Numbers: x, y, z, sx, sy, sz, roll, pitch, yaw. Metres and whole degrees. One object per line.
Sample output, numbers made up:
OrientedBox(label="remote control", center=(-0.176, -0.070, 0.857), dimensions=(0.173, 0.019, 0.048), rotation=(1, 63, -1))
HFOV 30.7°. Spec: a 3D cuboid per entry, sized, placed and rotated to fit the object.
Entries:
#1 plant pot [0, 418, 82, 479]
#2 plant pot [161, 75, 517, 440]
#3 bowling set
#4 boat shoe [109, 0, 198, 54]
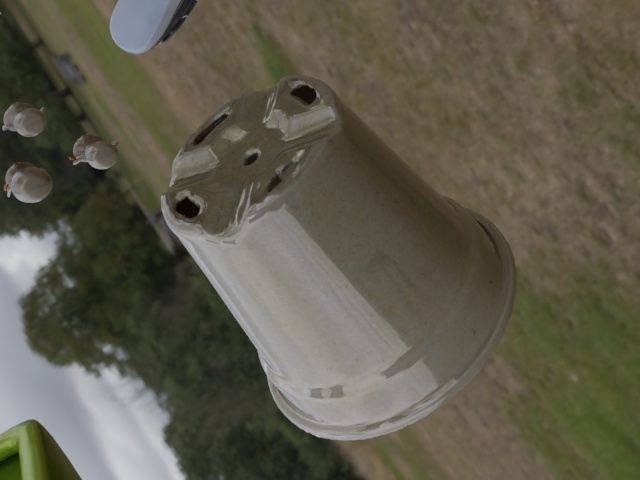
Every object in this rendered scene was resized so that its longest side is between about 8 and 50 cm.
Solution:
OrientedBox(label="plant pot", center=(-0.200, 0.287, 0.701), dimensions=(0.207, 0.227, 0.228), rotation=(57, 180, -26))
OrientedBox(label="plant pot", center=(0.000, 0.000, 1.285), dimensions=(0.305, 0.334, 0.334), rotation=(49, 179, -37))
OrientedBox(label="bowling set", center=(-0.443, -0.141, 1.635), dimensions=(0.154, 0.287, 0.200), rotation=(25, 139, 65))
OrientedBox(label="boat shoe", center=(-0.146, -0.301, 1.278), dimensions=(0.080, 0.228, 0.076), rotation=(39, -157, 10))
